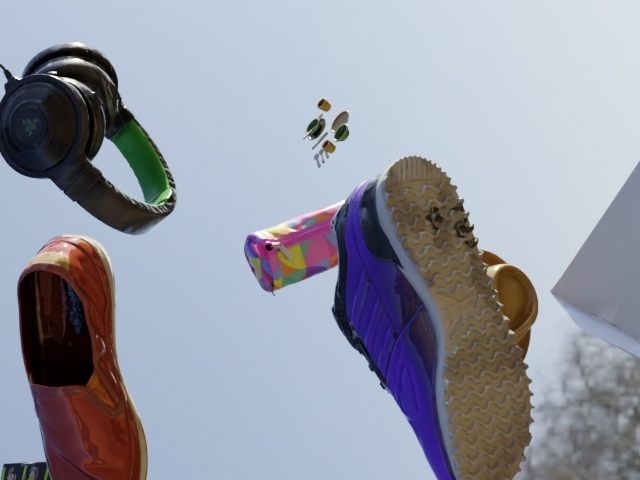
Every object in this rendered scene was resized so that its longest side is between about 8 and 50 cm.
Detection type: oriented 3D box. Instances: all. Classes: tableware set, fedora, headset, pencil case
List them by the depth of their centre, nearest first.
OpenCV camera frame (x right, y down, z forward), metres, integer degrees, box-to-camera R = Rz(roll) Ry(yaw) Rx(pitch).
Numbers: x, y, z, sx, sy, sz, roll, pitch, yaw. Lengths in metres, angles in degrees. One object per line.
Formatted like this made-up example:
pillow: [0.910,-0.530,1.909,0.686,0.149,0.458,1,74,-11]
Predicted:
headset: [-0.317,-0.186,1.799,0.394,0.185,0.243,45,-161,-16]
fedora: [0.255,0.096,2.016,0.194,0.079,0.194,14,-116,-31]
pencil case: [0.000,0.000,2.116,0.236,0.104,0.104,-22,-62,-22]
tableware set: [0.010,-0.208,2.572,0.024,0.104,0.154,33,-156,-28]

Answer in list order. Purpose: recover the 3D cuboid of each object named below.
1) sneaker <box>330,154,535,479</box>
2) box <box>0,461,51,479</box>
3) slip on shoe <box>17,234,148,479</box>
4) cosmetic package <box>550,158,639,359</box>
sneaker: [0.082,0.085,1.211,0.102,0.146,0.293,-9,-99,-38]
box: [-0.355,0.378,1.795,0.045,0.184,0.191,23,-115,-41]
slip on shoe: [-0.260,0.162,1.480,0.101,0.123,0.331,-29,-66,-70]
cosmetic package: [0.556,-0.003,2.153,0.385,0.217,0.156,-55,-38,-4]
